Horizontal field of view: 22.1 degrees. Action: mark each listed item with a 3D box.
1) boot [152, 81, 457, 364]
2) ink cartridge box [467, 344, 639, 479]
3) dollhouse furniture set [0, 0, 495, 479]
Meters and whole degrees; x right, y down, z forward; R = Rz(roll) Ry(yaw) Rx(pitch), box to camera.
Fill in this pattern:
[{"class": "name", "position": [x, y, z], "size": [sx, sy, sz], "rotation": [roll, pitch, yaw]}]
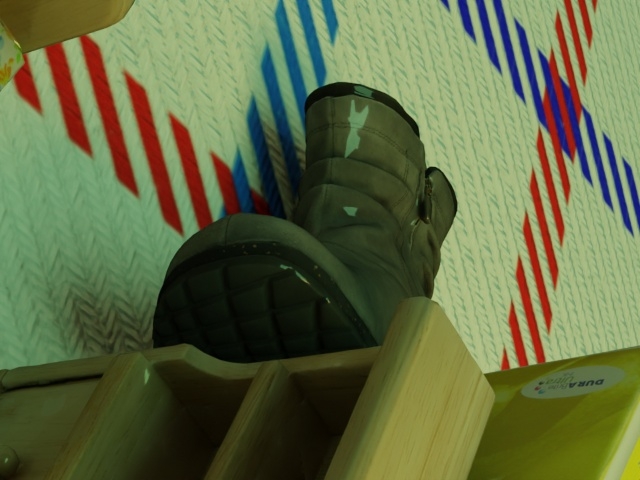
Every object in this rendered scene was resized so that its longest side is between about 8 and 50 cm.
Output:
[{"class": "boot", "position": [0.000, 0.000, 0.958], "size": [0.338, 0.118, 0.223], "rotation": [59, 32, -62]}, {"class": "ink cartridge box", "position": [-0.014, 0.177, 0.734], "size": [0.307, 0.303, 0.072], "rotation": [-50, 120, -49]}, {"class": "dollhouse furniture set", "position": [-0.147, 0.006, 0.629], "size": [0.394, 0.256, 0.362], "rotation": [57, 40, -30]}]
